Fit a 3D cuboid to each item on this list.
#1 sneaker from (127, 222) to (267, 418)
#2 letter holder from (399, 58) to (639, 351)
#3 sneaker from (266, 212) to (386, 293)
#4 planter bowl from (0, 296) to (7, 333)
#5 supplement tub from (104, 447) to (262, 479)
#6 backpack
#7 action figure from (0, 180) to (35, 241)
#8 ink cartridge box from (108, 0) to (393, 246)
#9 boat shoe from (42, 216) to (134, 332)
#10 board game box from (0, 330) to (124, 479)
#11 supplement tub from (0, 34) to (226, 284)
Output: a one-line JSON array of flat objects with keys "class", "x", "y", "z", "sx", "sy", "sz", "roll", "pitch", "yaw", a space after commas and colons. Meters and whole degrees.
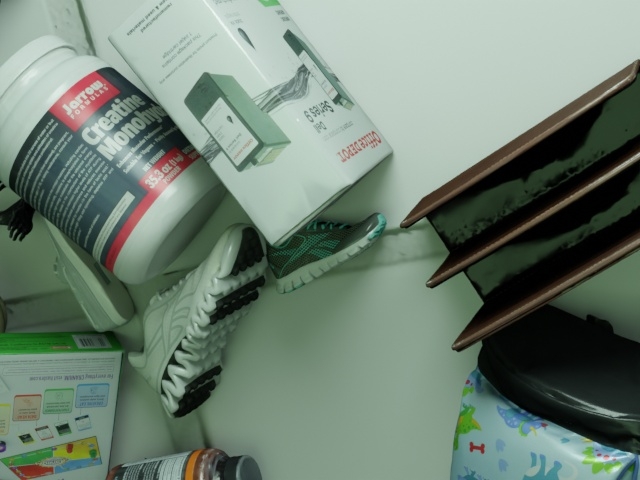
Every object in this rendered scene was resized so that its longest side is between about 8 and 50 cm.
[{"class": "sneaker", "x": -0.159, "y": 0.087, "z": 1.521, "sx": 0.118, "sy": 0.110, "sz": 0.292, "roll": 40, "pitch": 123, "yaw": 20}, {"class": "letter holder", "x": 0.240, "y": -0.034, "z": 1.297, "sx": 0.302, "sy": 0.214, "sz": 0.152, "roll": -33, "pitch": 92, "yaw": 24}, {"class": "sneaker", "x": 0.000, "y": 0.000, "z": 1.474, "sx": 0.166, "sy": 0.065, "sz": 0.076, "roll": -29, "pitch": 90, "yaw": 22}, {"class": "planter bowl", "x": -0.486, "y": 0.112, "z": 1.642, "sx": 0.162, "sy": 0.109, "sz": 0.162, "roll": 5, "pitch": 106, "yaw": 18}, {"class": "supplement tub", "x": -0.176, "y": 0.328, "z": 1.598, "sx": 0.198, "sy": 0.106, "sz": 0.106, "roll": -13, "pitch": 100, "yaw": 21}, {"class": "backpack", "x": 0.269, "y": 0.294, "z": 1.365, "sx": 0.290, "sy": 0.273, "sz": 0.355, "roll": 28, "pitch": 133, "yaw": 42}, {"class": "action figure", "x": -0.517, "y": -0.049, "z": 1.593, "sx": 0.275, "sy": 0.141, "sz": 0.164, "roll": -6, "pitch": 110, "yaw": 18}, {"class": "ink cartridge box", "x": -0.067, "y": -0.158, "z": 1.371, "sx": 0.121, "sy": 0.211, "sz": 0.289, "roll": -38, "pitch": 92, "yaw": 22}, {"class": "boat shoe", "x": -0.313, "y": 0.037, "z": 1.592, "sx": 0.063, "sy": 0.066, "sz": 0.184, "roll": -29, "pitch": 104, "yaw": 22}, {"class": "board game box", "x": -0.396, "y": 0.275, "z": 1.603, "sx": 0.242, "sy": 0.064, "sz": 0.316, "roll": 1, "pitch": 110, "yaw": -26}, {"class": "supplement tub", "x": -0.262, "y": -0.096, "z": 1.464, "sx": 0.272, "sy": 0.191, "sz": 0.191, "roll": 39, "pitch": 113, "yaw": 5}]
